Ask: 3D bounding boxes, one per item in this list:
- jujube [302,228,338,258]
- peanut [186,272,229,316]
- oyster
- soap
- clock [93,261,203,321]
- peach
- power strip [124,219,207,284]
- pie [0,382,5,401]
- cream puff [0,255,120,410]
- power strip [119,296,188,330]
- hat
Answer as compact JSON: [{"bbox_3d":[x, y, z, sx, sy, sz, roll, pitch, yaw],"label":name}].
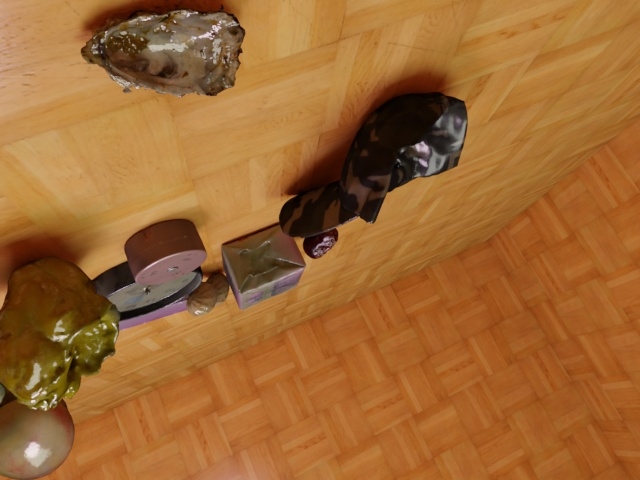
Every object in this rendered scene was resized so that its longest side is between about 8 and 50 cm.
[{"bbox_3d":[0.000,0.000,1.473,0.077,0.077,0.129,-12,158,-42],"label":"jujube"},{"bbox_3d":[-0.297,0.142,1.388,0.082,0.082,0.187,-33,-178,24],"label":"peanut"},{"bbox_3d":[-0.165,-0.205,0.565,0.177,0.056,0.105,-20,152,-24],"label":"oyster"},{"bbox_3d":[-0.150,0.071,1.344,0.182,0.138,0.199,-21,164,-15],"label":"soap"},{"bbox_3d":[-0.412,0.112,1.218,0.281,0.055,0.280,-24,164,-7],"label":"clock"},{"bbox_3d":[-0.850,0.552,1.501,0.247,0.292,0.292,-47,-178,-42],"label":"peach"},{"bbox_3d":[-0.312,0.027,1.053,0.154,0.078,0.154,-25,164,-8],"label":"power strip"},{"bbox_3d":[-0.638,0.199,0.860,0.054,0.241,0.240,-61,-176,-31],"label":"pie"},{"bbox_3d":[-0.448,0.162,0.901,0.185,0.281,0.282,6,151,-26],"label":"cream puff"},{"bbox_3d":[-0.462,0.191,1.429,0.279,0.037,0.109,-15,161,-34],"label":"power strip"},{"bbox_3d":[0.080,-0.154,1.039,0.382,0.257,0.366,6,-158,32],"label":"hat"}]
